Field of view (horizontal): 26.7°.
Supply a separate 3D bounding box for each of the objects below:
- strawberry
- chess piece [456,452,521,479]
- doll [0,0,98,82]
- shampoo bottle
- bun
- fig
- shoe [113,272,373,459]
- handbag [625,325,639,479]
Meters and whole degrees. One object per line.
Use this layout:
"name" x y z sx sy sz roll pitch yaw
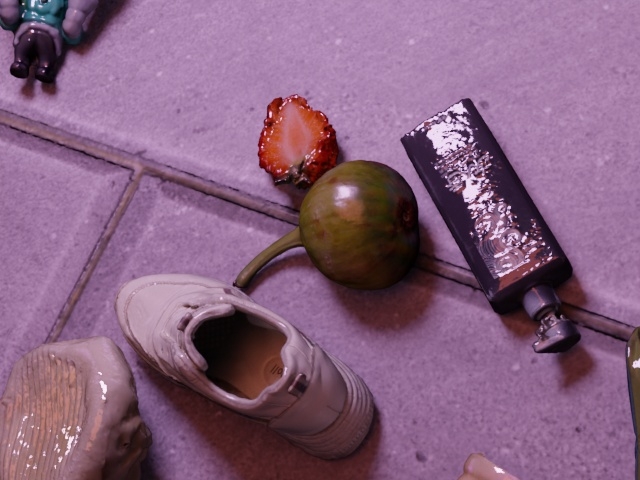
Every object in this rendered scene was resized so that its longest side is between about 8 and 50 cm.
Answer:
"strawberry" -0.026 -0.117 1.632 0.104 0.048 0.152 -23 45 17
"chess piece" 0.098 0.407 1.325 0.117 0.117 0.397 28 82 28
"doll" -0.349 -0.352 1.805 0.195 0.153 0.258 -17 86 -17
"shampoo bottle" 0.198 -0.011 1.489 0.098 0.071 0.309 -29 63 3
"bun" -0.269 0.220 1.521 0.231 0.133 0.231 -19 61 39
"fig" 0.000 0.000 1.548 0.245 0.149 0.149 -18 61 34
"shoe" -0.111 0.107 1.470 0.342 0.210 0.132 27 79 28
"handbag" 0.409 0.169 1.223 0.241 0.263 0.222 -3 81 17
